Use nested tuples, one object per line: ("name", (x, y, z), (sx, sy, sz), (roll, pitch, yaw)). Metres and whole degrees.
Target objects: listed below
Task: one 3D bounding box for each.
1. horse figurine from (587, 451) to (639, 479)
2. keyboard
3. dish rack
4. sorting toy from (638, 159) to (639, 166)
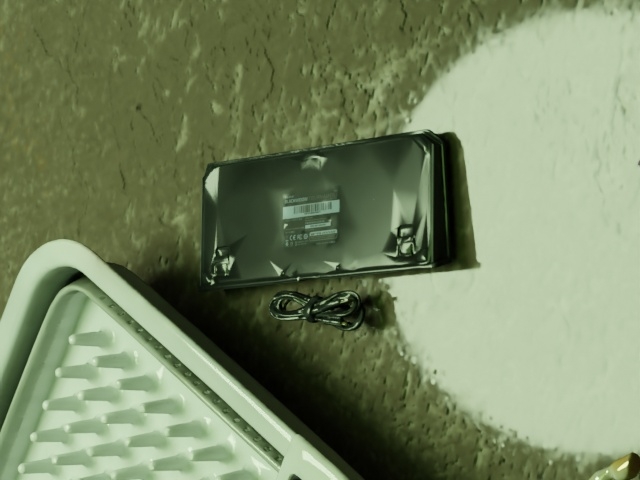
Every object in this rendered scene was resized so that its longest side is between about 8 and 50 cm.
("horse figurine", (0.136, 0.232, 0.987), (0.174, 0.066, 0.263), (-35, 67, 32))
("keyboard", (0.000, 0.000, 1.135), (0.180, 0.023, 0.108), (-7, 78, 40))
("dish rack", (-0.094, 0.185, 1.170), (0.333, 0.072, 0.285), (38, 117, 34))
("sorting toy", (0.314, -0.012, 0.843), (0.365, 0.127, 0.126), (27, 77, 40))
